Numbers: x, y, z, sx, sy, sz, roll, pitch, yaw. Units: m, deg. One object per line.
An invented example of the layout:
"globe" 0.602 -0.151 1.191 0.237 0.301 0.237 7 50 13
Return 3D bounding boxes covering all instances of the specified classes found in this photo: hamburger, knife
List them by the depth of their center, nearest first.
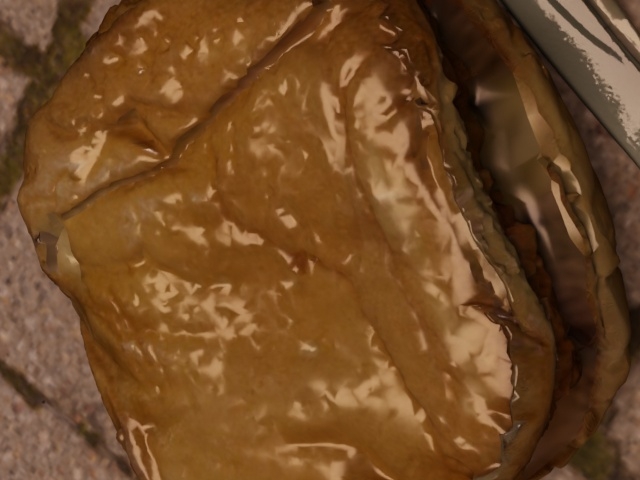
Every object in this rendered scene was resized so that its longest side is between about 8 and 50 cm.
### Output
"knife" 0.120 -0.098 0.692 0.044 0.023 0.162 -40 81 19
"hamburger" 0.001 0.001 0.696 0.259 0.144 0.283 -15 96 29
